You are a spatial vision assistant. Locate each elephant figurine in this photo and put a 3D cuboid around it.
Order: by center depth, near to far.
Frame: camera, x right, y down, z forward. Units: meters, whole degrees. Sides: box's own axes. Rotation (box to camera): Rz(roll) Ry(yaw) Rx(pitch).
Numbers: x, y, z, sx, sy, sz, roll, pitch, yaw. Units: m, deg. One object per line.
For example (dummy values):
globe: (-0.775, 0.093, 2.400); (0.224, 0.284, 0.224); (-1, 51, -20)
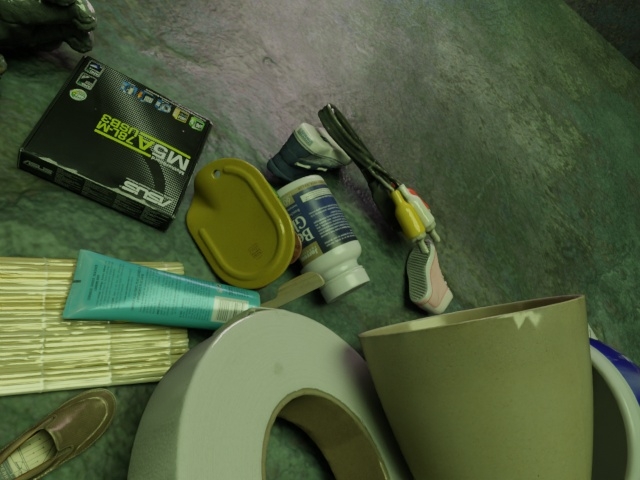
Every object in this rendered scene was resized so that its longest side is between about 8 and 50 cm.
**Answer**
elephant figurine: (-0.398, -0.249, 0.614); (0.186, 0.169, 0.239); (34, 59, 25)

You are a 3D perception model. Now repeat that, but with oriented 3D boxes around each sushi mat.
sushi mat: (-0.293, 0.084, 0.564); (0.317, 0.019, 0.151); (4, 62, -34)

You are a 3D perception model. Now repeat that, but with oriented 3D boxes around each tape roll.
tape roll: (-0.008, 0.256, 0.535); (0.392, 0.072, 0.391); (40, 30, -30)

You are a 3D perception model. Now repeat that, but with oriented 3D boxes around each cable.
cable: (0.106, -0.114, 0.882); (0.287, 0.072, 0.139); (57, 27, -17)

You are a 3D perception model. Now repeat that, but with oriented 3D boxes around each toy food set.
toy food set: (-0.087, -0.006, 0.717); (0.217, 0.128, 0.071); (58, 15, 10)

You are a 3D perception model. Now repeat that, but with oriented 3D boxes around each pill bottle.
pill bottle: (0.000, 0.000, 0.770); (0.094, 0.094, 0.169); (-19, 75, -41)

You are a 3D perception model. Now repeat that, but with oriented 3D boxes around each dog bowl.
dog bowl: (0.306, 0.251, 0.717); (0.104, 0.265, 0.264); (12, 57, -34)

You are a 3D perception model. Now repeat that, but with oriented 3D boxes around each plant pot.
plant pot: (0.193, 0.219, 0.612); (0.257, 0.257, 0.273); (-5, 81, -37)

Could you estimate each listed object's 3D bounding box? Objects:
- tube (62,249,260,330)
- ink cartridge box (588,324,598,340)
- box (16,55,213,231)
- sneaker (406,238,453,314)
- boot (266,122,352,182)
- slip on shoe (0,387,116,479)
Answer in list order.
tube: (-0.174, 0.066, 0.616); (0.207, 0.052, 0.080); (14, 54, -23)
ink cartridge box: (0.440, 0.207, 0.988); (0.207, 0.046, 0.097); (-12, 70, -39)
box: (-0.255, -0.128, 0.702); (0.191, 0.045, 0.184); (26, 49, -19)
sneaker: (0.182, 0.065, 0.894); (0.070, 0.051, 0.134); (38, 41, -27)
boot: (-0.016, -0.133, 0.866); (0.069, 0.086, 0.190); (54, 19, 15)
slip on shoe: (-0.253, 0.188, 0.512); (0.135, 0.041, 0.051); (-28, 84, -42)
